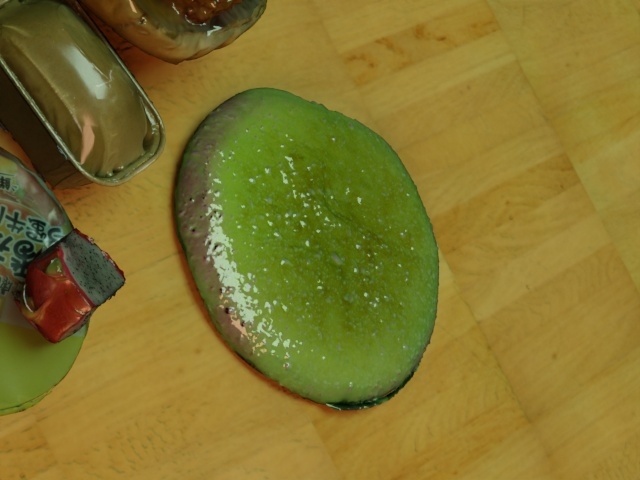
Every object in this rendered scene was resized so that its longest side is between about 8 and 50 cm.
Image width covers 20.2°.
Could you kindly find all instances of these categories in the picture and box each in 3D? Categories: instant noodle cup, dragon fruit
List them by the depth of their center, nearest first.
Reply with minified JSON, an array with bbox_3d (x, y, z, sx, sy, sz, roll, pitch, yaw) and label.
[{"bbox_3d":[-0.171,0.032,1.185,0.056,0.060,0.083,48,19,-7],"label":"dragon fruit"},{"bbox_3d":[-0.276,0.042,1.231,0.205,0.153,0.205,18,59,-33],"label":"instant noodle cup"}]

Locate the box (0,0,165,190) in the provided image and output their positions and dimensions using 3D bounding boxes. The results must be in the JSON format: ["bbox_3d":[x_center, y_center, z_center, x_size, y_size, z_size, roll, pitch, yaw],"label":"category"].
[{"bbox_3d":[-0.201,-0.119,1.411,0.177,0.111,0.111,53,45,-5],"label":"box"}]

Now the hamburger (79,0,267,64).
[{"bbox_3d":[-0.139,-0.279,1.491,0.259,0.144,0.283,48,30,-5],"label":"hamburger"}]

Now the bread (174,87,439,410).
[{"bbox_3d":[-0.002,0.004,1.575,0.301,0.045,0.301,19,59,-34],"label":"bread"}]
